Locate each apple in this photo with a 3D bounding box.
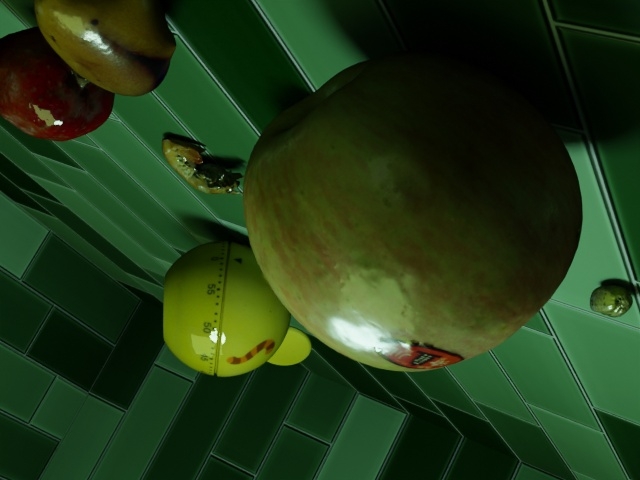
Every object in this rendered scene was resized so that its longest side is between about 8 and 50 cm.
[{"bbox_3d":[0.097,-0.044,1.295,0.346,0.391,0.391,48,159,-19],"label":"apple"}]

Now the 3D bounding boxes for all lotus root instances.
[{"bbox_3d":[0.464,0.097,1.729,0.054,0.049,0.099,22,166,-10],"label":"lotus root"}]

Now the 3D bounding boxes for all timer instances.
[{"bbox_3d":[-0.197,0.171,2.681,0.387,0.376,0.376,4,166,-5],"label":"timer"}]

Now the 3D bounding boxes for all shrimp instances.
[{"bbox_3d":[-0.235,-0.144,2.153,0.249,0.068,0.150,21,159,44],"label":"shrimp"}]

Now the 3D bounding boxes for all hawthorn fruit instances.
[{"bbox_3d":[-0.448,-0.274,1.851,0.215,0.215,0.250,37,156,-32],"label":"hawthorn fruit"}]

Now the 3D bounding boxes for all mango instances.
[{"bbox_3d":[-0.305,-0.314,1.525,0.201,0.152,0.287,12,164,16],"label":"mango"}]
